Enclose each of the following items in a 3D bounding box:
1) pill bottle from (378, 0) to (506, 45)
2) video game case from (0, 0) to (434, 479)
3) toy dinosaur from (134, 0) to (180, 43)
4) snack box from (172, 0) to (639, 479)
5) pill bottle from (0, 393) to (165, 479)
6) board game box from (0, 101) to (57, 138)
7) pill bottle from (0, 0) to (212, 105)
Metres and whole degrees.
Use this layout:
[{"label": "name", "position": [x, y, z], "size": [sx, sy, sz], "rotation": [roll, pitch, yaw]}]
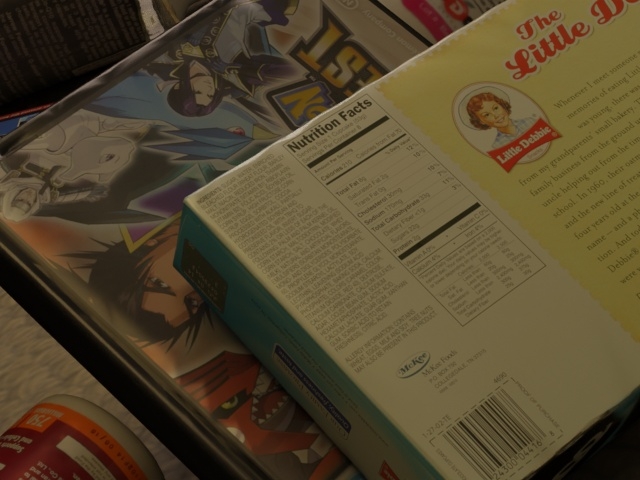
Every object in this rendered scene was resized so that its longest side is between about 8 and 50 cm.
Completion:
[{"label": "pill bottle", "position": [0.095, -0.153, 1.072], "size": [0.160, 0.160, 0.283], "rotation": [8, 39, 43]}, {"label": "video game case", "position": [0.000, 0.000, 0.836], "size": [0.275, 0.035, 0.248], "rotation": [41, 60, 19]}, {"label": "toy dinosaur", "position": [-0.072, -0.106, 1.163], "size": [0.118, 0.064, 0.268], "rotation": [5, 38, -31]}, {"label": "snack box", "position": [0.115, -0.019, 0.807], "size": [0.322, 0.060, 0.187], "rotation": [-33, 68, -27]}, {"label": "pill bottle", "position": [-0.143, 0.145, 0.784], "size": [0.086, 0.086, 0.152], "rotation": [6, 37, 41]}, {"label": "board game box", "position": [-0.200, -0.056, 1.247], "size": [0.281, 0.027, 0.145], "rotation": [-13, 30, 15]}, {"label": "pill bottle", "position": [-0.202, -0.208, 1.378], "size": [0.278, 0.162, 0.162], "rotation": [-21, 27, -1]}]
